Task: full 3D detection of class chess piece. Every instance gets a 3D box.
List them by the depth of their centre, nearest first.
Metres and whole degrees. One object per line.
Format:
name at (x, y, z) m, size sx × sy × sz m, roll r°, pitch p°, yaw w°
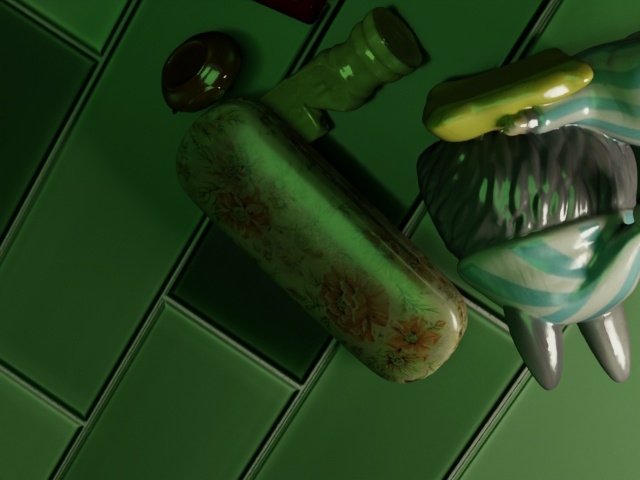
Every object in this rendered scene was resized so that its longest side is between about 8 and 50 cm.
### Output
chess piece at (0.020, -0.193, 1.663) m, size 0.200 × 0.090 × 0.090 m, roll -33°, pitch 93°, yaw 29°

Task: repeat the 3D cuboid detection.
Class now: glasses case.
glasses case at (0.000, 0.000, 1.686) m, size 0.425 × 0.098 × 0.156 m, roll 44°, pitch 122°, yaw 1°

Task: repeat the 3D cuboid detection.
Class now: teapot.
teapot at (-0.145, -0.202, 1.701) m, size 0.129 × 0.078 × 0.098 m, roll -32°, pitch 53°, yaw 27°

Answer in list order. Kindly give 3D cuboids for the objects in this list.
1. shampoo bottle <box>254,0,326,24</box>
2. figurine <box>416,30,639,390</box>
shampoo bottle at (-0.125, -0.371, 1.653) m, size 0.314 × 0.076 × 0.118 m, roll 24°, pitch 107°, yaw 8°
figurine at (0.311, -0.033, 1.533) m, size 0.361 × 0.266 × 0.378 m, roll -15°, pitch 103°, yaw 24°
